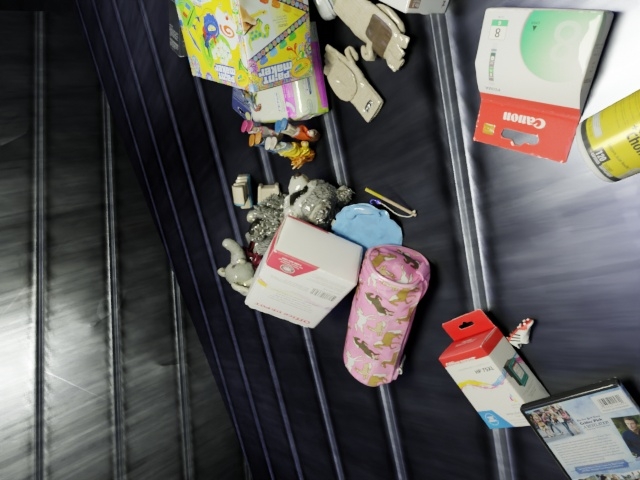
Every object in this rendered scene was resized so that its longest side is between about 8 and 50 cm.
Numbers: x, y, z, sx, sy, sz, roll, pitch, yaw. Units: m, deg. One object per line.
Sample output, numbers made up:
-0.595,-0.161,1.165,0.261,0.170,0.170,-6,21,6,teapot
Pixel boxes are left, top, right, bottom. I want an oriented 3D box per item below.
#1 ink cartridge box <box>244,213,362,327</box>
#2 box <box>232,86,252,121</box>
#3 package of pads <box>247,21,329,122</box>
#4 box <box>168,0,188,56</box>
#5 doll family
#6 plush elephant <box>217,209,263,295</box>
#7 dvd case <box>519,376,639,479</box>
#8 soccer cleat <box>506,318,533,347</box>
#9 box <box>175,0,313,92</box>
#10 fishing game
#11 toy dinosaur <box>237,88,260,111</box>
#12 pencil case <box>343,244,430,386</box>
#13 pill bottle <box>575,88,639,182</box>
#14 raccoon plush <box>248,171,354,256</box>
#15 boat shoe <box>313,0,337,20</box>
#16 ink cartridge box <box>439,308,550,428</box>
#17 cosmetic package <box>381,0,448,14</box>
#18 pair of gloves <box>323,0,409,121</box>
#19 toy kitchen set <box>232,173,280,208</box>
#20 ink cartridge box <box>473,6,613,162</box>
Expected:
-0.054,0.098,1.116,0.225,0.131,0.306,23,143,-11,ink cartridge box
-0.240,-0.517,1.347,0.136,0.036,0.226,45,137,32,box
-0.106,-0.445,1.136,0.296,0.101,0.230,19,125,52,package of pads
-0.419,-0.718,1.386,0.093,0.155,0.159,47,140,30,box
-0.111,-0.274,1.195,0.262,0.163,0.119,17,97,45,doll family
-0.237,0.061,1.443,0.271,0.255,0.331,14,118,50,plush elephant
0.507,0.378,0.723,0.180,0.022,0.253,-39,83,38,dvd case
0.409,0.188,0.827,0.035,0.029,0.083,42,141,22,soccer cleat
-0.182,-0.512,0.921,0.289,0.176,0.280,31,138,40,box
0.119,-0.020,1.061,0.188,0.041,0.264,25,134,4,fishing game
-0.199,-0.410,1.186,0.082,0.047,0.090,61,-171,-14,toy dinosaur
0.162,0.196,1.056,0.160,0.166,0.387,-97,11,-56,pencil case
0.448,-0.157,0.532,0.184,0.103,0.103,-34,79,55,pill bottle
0.000,0.000,1.229,0.298,0.216,0.447,-2,137,39,raccoon plush
-0.015,-0.642,0.882,0.094,0.109,0.303,-20,116,20,boat shoe
0.353,0.275,0.875,0.231,0.078,0.134,53,143,7,ink cartridge box
0.131,-0.510,0.776,0.231,0.117,0.086,44,139,30,cosmetic package
0.095,-0.417,0.924,0.204,0.042,0.240,46,147,14,pair of gloves
-0.219,-0.161,1.480,0.207,0.165,0.122,-97,4,-67,toy kitchen set
0.339,-0.254,0.678,0.181,0.056,0.225,32,129,42,ink cartridge box
